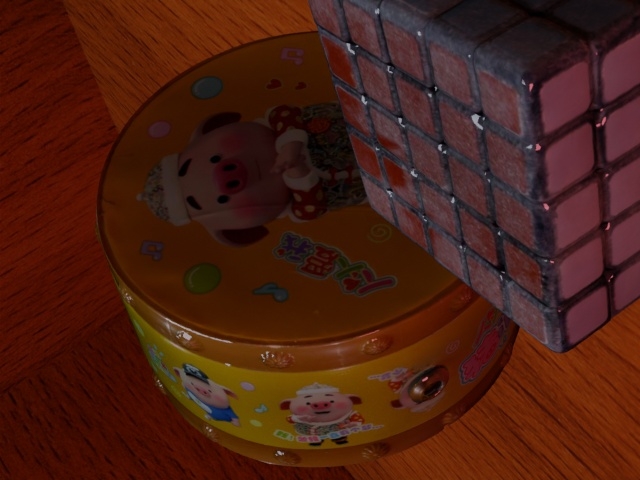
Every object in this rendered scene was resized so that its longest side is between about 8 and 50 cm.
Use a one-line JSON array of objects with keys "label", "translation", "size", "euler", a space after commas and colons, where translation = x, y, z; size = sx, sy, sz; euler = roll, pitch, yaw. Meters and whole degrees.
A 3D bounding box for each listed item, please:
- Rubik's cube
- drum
[{"label": "Rubik's cube", "translation": [0.163, -0.113, 0.792], "size": [0.237, 0.237, 0.238], "euler": [40, 156, 42]}, {"label": "drum", "translation": [0.000, 0.000, 1.155], "size": [0.431, 0.431, 0.214], "euler": [45, 158, 36]}]
